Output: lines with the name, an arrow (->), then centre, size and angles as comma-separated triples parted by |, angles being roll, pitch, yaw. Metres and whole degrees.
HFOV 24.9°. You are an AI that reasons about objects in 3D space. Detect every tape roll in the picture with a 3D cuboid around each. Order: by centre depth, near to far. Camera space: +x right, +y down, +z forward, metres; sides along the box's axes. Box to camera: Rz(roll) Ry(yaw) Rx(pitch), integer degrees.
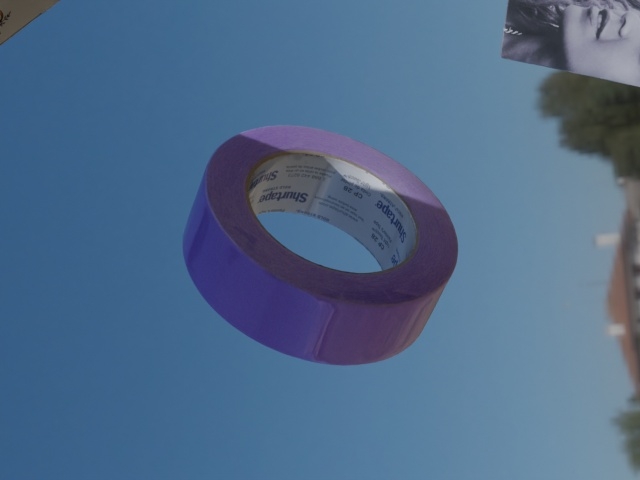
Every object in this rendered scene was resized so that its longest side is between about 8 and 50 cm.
tape roll -> 0.000, 0.000, 1.501 | 0.275, 0.274, 0.090 | -76, 7, -52

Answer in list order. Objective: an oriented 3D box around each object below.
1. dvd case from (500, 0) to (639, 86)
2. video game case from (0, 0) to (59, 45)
dvd case -> 0.287, -0.231, 1.385 | 0.018, 0.221, 0.165 | -42, -38, -56
video game case -> -0.382, -0.153, 1.208 | 0.244, 0.269, 0.061 | -46, -59, -28
